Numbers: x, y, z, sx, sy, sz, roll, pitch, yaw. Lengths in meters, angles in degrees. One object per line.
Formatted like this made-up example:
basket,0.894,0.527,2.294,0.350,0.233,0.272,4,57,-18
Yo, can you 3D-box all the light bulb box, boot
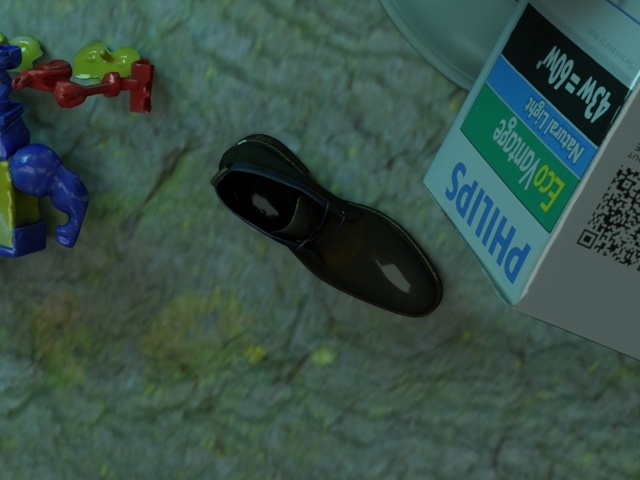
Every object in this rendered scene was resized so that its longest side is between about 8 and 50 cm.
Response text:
light bulb box,0.324,-0.089,1.201,0.358,0.225,0.361,22,107,-21
boot,0.000,0.000,1.415,0.219,0.106,0.082,36,107,4

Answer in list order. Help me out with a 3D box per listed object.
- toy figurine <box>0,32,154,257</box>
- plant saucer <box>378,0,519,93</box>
toy figurine,-0.325,-0.055,1.442,0.362,0.191,0.217,7,107,12
plant saucer,0.208,-0.280,1.318,0.400,0.100,0.400,2,101,12
